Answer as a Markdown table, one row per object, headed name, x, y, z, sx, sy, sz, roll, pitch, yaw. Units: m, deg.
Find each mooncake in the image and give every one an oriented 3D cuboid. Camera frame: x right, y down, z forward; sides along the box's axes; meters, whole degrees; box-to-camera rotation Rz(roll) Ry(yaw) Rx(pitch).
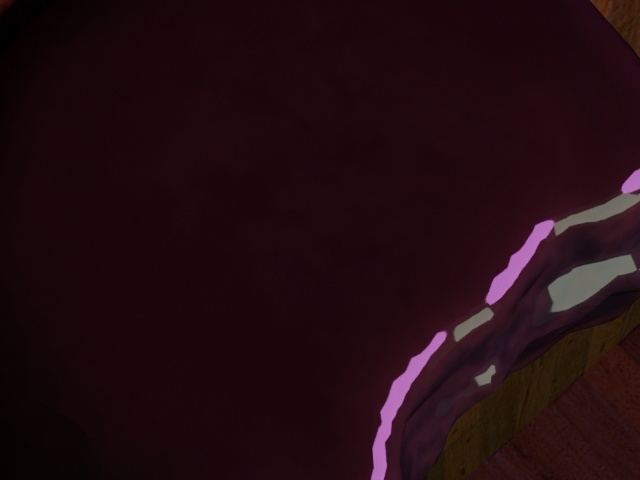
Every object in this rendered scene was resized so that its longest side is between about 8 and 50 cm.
| name | x | y | z | sx | sy | sz | roll | pitch | yaw |
| --- | --- | --- | --- | --- | --- | --- | --- | --- | --- |
| mooncake | 0.000 | 0.000 | 0.850 | 0.174 | 0.334 | 0.325 | 96 | 4 | -66 |
